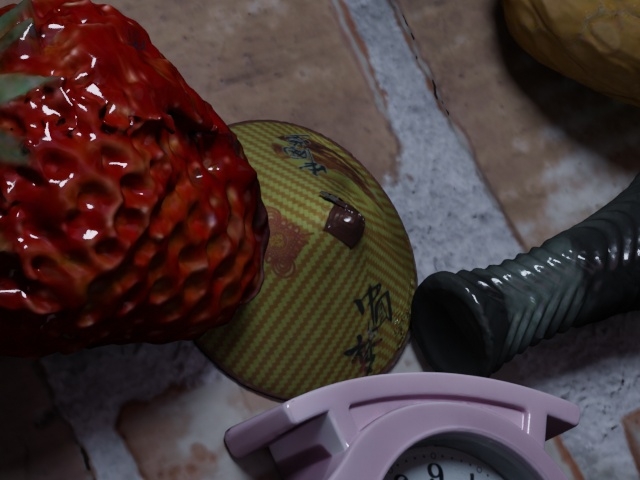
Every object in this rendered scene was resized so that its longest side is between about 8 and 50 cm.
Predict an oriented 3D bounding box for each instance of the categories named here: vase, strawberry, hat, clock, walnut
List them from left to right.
[{"bbox_3d":[-0.123,-0.020,1.061,0.244,0.205,0.205,27,56,-40],"label":"strawberry"},{"bbox_3d":[0.000,0.000,1.189,0.193,0.082,0.193,14,64,-29],"label":"hat"},{"bbox_3d":[0.038,0.215,1.122,0.290,0.080,0.275,7,66,-30],"label":"clock"},{"bbox_3d":[0.171,0.024,1.277,0.237,0.115,0.115,-21,82,-34],"label":"vase"},{"bbox_3d":[0.233,-0.187,1.359,0.222,0.195,0.195,29,57,-28],"label":"walnut"}]
